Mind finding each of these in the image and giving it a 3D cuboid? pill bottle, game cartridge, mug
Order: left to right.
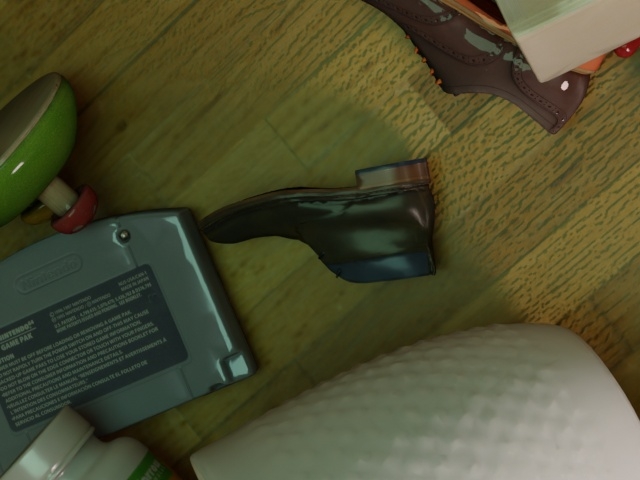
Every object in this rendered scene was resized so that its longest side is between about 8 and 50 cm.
[{"bbox_3d":[-0.222,0.088,1.796,0.294,0.060,0.196,-23,92,18],"label":"game cartridge"},{"bbox_3d":[-0.173,0.267,1.732,0.246,0.136,0.136,42,107,-4],"label":"pill bottle"},{"bbox_3d":[0.116,0.257,1.603,0.328,0.276,0.374,-28,121,-9],"label":"mug"}]

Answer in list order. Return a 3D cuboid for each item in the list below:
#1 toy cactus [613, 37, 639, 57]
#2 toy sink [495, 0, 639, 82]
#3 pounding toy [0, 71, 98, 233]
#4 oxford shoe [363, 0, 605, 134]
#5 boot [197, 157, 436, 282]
[{"bbox_3d":[0.366,-0.140,1.568,0.180,0.112,0.219,-46,72,7],"label":"toy cactus"},{"bbox_3d":[0.240,-0.245,1.492,0.234,0.153,0.131,-26,77,9],"label":"toy sink"},{"bbox_3d":[-0.284,-0.036,1.759,0.237,0.183,0.110,-41,110,18],"label":"pounding toy"},{"bbox_3d":[0.104,-0.179,1.642,0.271,0.097,0.098,27,109,13],"label":"oxford shoe"},{"bbox_3d":[0.000,0.000,1.700,0.219,0.082,0.106,-13,89,17],"label":"boot"}]
